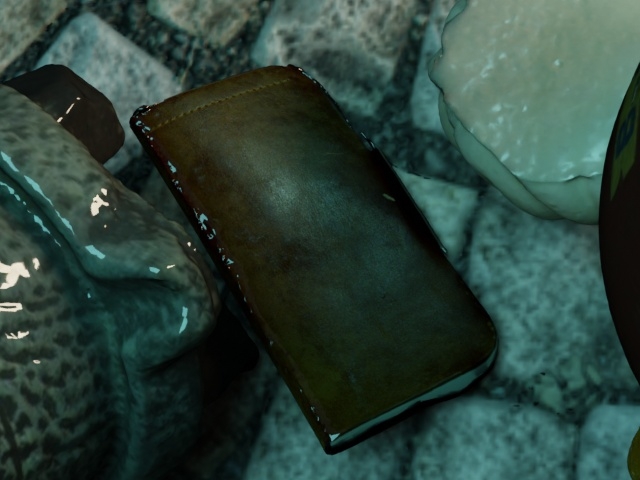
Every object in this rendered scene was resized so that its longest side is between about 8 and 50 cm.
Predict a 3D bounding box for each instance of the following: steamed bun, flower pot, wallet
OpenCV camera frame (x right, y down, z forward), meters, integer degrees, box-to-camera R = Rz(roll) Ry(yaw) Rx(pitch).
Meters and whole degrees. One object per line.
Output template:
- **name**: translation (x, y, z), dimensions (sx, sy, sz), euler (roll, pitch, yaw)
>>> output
- **steamed bun**: translation (0.154, -0.095, 1.016), dimensions (0.183, 0.106, 0.182), euler (-8, 70, 24)
- **flower pot**: translation (-0.192, 0.052, 1.005), dimensions (0.299, 0.299, 0.283), euler (32, 46, 28)
- **wallet**: translation (0.000, 0.000, 1.061), dimensions (0.137, 0.031, 0.255), euler (-22, 64, -22)

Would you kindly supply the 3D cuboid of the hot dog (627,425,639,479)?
- **hot dog**: translation (0.291, 0.156, 0.904), dimensions (0.286, 0.061, 0.087), euler (23, 72, 26)

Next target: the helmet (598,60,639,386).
- **helmet**: translation (0.263, 0.008, 0.845), dimensions (0.338, 0.230, 0.385), euler (29, 63, -11)
